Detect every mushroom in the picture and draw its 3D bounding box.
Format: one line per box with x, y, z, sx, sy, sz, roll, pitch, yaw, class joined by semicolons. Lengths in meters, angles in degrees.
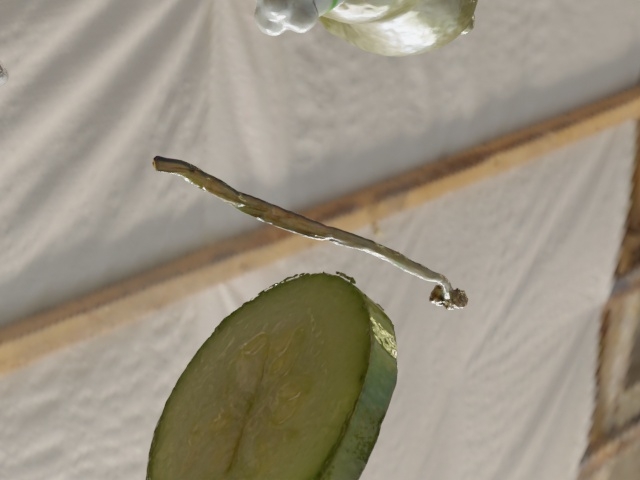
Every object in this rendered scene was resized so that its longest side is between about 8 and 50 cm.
0.004;-0.005;1.001;0.286;0.026;0.028;26;-67;-37;mushroom

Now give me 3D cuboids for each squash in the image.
-0.037;0.119;0.950;0.041;0.219;0.219;36;-101;-26;squash

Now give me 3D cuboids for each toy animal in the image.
0.032;-0.265;1.318;0.181;0.180;0.363;-44;-16;14;toy animal

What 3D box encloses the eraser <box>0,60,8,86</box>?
-0.379;-0.200;1.116;0.174;0.270;0.095;-29;3;-3;eraser
